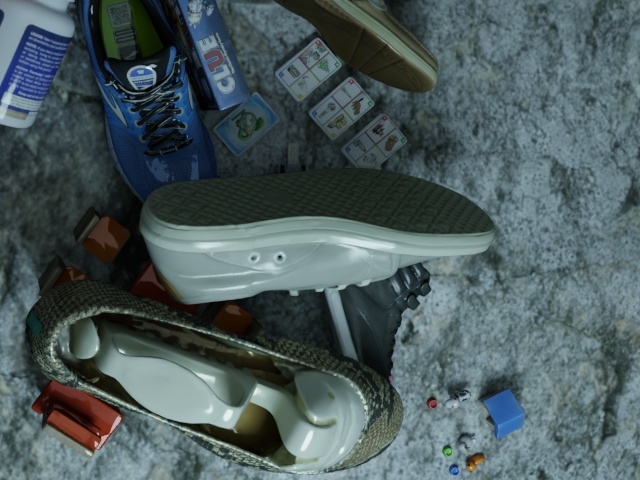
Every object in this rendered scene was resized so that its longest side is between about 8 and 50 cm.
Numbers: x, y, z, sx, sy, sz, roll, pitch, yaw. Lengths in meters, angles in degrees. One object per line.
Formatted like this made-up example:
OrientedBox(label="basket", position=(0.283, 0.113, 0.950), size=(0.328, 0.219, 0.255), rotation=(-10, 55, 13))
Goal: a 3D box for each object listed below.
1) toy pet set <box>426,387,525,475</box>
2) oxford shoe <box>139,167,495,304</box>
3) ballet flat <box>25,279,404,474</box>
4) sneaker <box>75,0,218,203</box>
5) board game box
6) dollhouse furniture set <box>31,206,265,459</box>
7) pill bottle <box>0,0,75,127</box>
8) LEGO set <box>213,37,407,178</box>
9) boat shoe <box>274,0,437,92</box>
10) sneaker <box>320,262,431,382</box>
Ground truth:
OrientedBox(label="toy pet set", position=(0.224, 0.263, 1.418), size=(0.114, 0.065, 0.122), rotation=(-23, 102, -10))
OrientedBox(label="oxford shoe", position=(0.000, 0.000, 1.236), size=(0.449, 0.169, 0.130), rotation=(-4, 122, -22))
OrientedBox(label="ballet flat", position=(-0.099, 0.178, 1.151), size=(0.482, 0.182, 0.164), rotation=(22, 91, -19))
OrientedBox(label="sneaker", position=(-0.212, -0.172, 1.206), size=(0.129, 0.147, 0.330), rotation=(-21, 101, -5))
OrientedBox(label="board game box", position=(-0.156, -0.274, 1.203), size=(0.042, 0.165, 0.243), rotation=(-23, 101, -10))
OrientedBox(label="dollhouse furniture set", position=(-0.234, 0.127, 1.248), size=(0.262, 0.135, 0.259), rotation=(36, 87, -16))
OrientedBox(label="pill bottle", position=(-0.348, -0.235, 1.170), size=(0.112, 0.112, 0.187), rotation=(25, 102, -16))
OrientedBox(label="LEGO set", position=(-0.037, -0.116, 1.327), size=(0.244, 0.060, 0.182), rotation=(-42, 93, -7))
OrientedBox(label="boat shoe", position=(0.037, -0.302, 1.280), size=(0.302, 0.109, 0.098), rotation=(35, 72, -11))
OrientedBox(label="sneaker", position=(0.090, 0.114, 1.343), size=(0.146, 0.104, 0.296), rotation=(-16, 96, -7))
